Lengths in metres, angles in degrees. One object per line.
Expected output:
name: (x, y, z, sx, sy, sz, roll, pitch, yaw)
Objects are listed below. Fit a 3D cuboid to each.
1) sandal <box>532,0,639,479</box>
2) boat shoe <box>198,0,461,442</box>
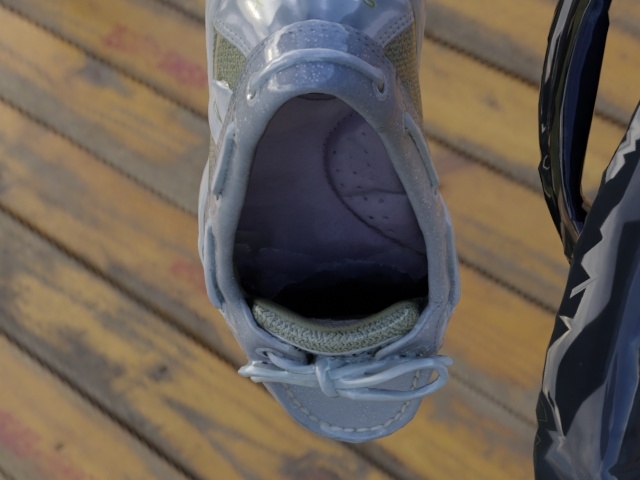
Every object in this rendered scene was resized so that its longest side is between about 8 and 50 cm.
sandal: (0.150, -0.074, 0.559, 0.107, 0.167, 0.446, 0, 47, 40)
boat shoe: (0.003, -0.001, 0.827, 0.118, 0.320, 0.103, 1, 52, 1)
